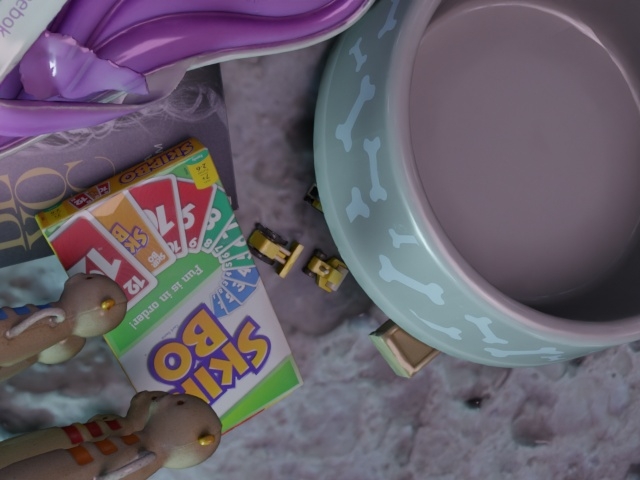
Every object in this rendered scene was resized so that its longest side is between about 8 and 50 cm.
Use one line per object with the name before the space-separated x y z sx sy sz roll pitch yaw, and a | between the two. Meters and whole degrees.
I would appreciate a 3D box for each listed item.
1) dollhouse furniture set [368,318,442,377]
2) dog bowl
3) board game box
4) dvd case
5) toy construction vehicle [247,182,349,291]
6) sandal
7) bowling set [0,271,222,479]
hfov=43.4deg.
dollhouse furniture set | 0.079 -0.008 0.677 0.182 0.101 0.161 -37 97 -15
dog bowl | 0.173 -0.075 0.603 0.349 0.102 0.348 2 84 -17
board game box | -0.100 0.061 0.619 0.124 0.039 0.259 -29 127 -14
dvd case | -0.169 -0.073 0.550 0.221 0.018 0.164 -15 115 -22
toy construction vehicle | 0.000 0.000 0.656 0.098 0.035 0.086 36 90 -33
sandal | -0.117 -0.133 0.458 0.416 0.102 0.169 -27 138 -21
bowling set | -0.175 0.071 0.501 0.154 0.287 0.200 -17 87 -35
